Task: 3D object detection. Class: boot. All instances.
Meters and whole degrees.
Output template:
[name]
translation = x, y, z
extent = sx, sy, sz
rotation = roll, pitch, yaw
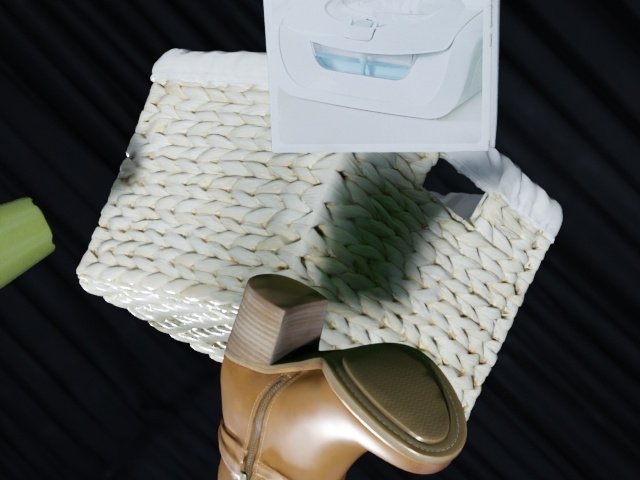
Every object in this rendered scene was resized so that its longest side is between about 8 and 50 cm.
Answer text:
[boot]
translation = 0.006, 0.126, 0.906
extent = 0.073, 0.197, 0.152
rotation = -6, 119, -35

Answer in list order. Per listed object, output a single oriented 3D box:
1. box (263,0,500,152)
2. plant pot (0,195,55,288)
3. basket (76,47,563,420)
[box]
translation = 0.037, -0.208, 0.839
extent = 0.262, 0.126, 0.231
rotation = -84, 172, -58
[plant pot]
translation = -0.263, 0.002, 1.234
extent = 0.079, 0.083, 0.083
rotation = -28, 175, -21
[basket]
translation = 0.000, 0.000, 1.493
extent = 0.331, 0.328, 0.266
rotation = 8, -109, 45
